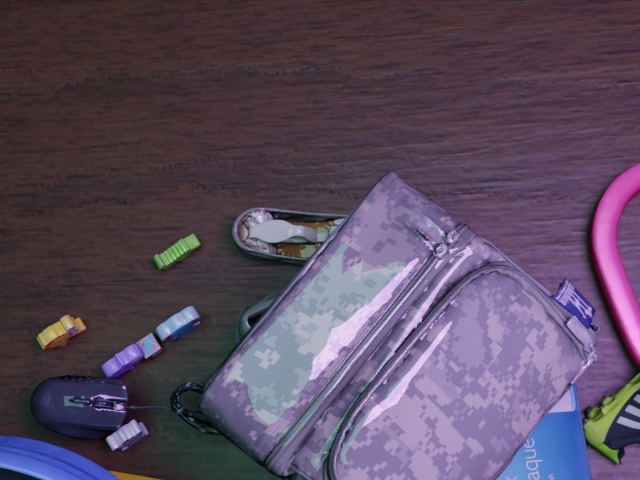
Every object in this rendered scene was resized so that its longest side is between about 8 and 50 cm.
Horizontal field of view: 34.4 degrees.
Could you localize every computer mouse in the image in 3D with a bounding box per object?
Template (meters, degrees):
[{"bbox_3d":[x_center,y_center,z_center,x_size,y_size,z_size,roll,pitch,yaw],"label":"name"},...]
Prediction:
[{"bbox_3d":[-0.205,0.184,1.140,0.242,0.041,0.071,1,74,6],"label":"computer mouse"}]

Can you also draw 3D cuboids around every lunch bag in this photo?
[{"bbox_3d":[0.076,0.125,0.957,0.256,0.212,0.305,39,77,9],"label":"lunch bag"}]

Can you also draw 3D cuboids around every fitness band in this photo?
[{"bbox_3d":[0.419,0.041,1.140,0.209,0.054,0.291,-19,75,3],"label":"fitness band"}]

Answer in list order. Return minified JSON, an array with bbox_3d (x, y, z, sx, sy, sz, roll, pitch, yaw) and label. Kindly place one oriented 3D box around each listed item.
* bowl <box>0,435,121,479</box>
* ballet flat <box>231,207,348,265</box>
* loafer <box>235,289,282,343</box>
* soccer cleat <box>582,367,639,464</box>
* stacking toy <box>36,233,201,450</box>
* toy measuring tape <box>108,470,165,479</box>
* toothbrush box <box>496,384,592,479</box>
[{"bbox_3d":[-0.315,0.378,1.061,0.391,0.077,0.391,3,108,9],"label":"bowl"},{"bbox_3d":[0.000,0.000,1.194,0.213,0.068,0.072,4,78,8],"label":"ballet flat"},{"bbox_3d":[0.067,0.090,1.133,0.319,0.111,0.112,-9,72,-3],"label":"loafer"},{"bbox_3d":[0.353,0.170,1.086,0.072,0.060,0.179,44,126,3],"label":"soccer cleat"},{"bbox_3d":[-0.196,0.118,1.202,0.221,0.052,0.167,-35,76,-2],"label":"stacking toy"},{"bbox_3d":[-0.179,0.322,1.127,0.330,0.121,0.121,10,79,1],"label":"toy measuring tape"},{"bbox_3d":[0.125,0.244,1.064,0.295,0.126,0.216,-7,62,10],"label":"toothbrush box"}]
